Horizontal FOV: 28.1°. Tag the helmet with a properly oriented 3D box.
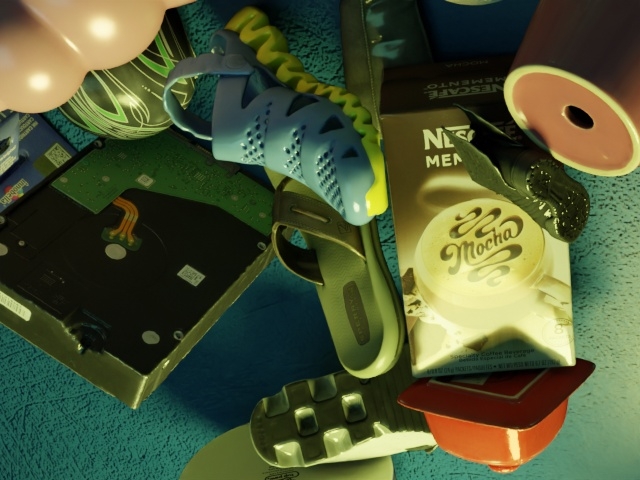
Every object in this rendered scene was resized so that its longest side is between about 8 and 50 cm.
[{"bbox_3d":[-0.217,-0.188,1.376,0.169,0.169,0.162,-20,91,37],"label":"helmet"}]

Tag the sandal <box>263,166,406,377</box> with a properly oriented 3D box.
[{"bbox_3d":[0.001,0.000,1.346,0.120,0.086,0.303,-44,59,45],"label":"sandal"}]

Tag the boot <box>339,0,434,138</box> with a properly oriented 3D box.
[{"bbox_3d":[0.029,-0.205,1.283,0.189,0.076,0.208,9,130,25],"label":"boot"}]

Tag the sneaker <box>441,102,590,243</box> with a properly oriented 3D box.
[{"bbox_3d":[0.175,-0.058,1.136,0.089,0.051,0.170,29,173,37],"label":"sneaker"}]

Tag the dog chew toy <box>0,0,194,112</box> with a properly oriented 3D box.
[{"bbox_3d":[-0.218,-0.259,1.213,0.206,0.332,0.206,37,171,7],"label":"dog chew toy"}]

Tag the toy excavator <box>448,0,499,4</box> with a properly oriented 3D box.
[{"bbox_3d":[0.050,-0.452,1.037,0.445,0.222,0.433,28,131,0],"label":"toy excavator"}]

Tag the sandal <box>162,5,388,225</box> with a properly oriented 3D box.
[{"bbox_3d":[-0.049,-0.108,1.253,0.317,0.138,0.126,44,151,42],"label":"sandal"}]

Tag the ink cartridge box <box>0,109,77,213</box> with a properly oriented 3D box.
[{"bbox_3d":[-0.451,-0.003,1.542,0.151,0.270,0.395,45,130,-10],"label":"ink cartridge box"}]

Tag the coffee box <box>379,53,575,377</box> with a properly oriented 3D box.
[{"bbox_3d":[0.156,-0.022,1.257,0.168,0.119,0.297,-6,119,8],"label":"coffee box"}]

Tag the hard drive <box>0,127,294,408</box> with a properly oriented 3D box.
[{"bbox_3d":[-0.196,0.005,1.360,0.237,0.339,0.064,31,132,7],"label":"hard drive"}]

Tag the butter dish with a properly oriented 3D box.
[{"bbox_3d":[0.184,0.183,1.312,0.160,0.160,0.118,9,116,36],"label":"butter dish"}]

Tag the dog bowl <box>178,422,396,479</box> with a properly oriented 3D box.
[{"bbox_3d":[-0.037,0.322,1.518,0.265,0.265,0.104,6,120,26],"label":"dog bowl"}]

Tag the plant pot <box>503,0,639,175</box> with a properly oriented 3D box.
[{"bbox_3d":[0.252,-0.161,1.058,0.201,0.180,0.201,34,160,14],"label":"plant pot"}]

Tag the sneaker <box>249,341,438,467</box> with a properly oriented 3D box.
[{"bbox_3d":[0.094,0.185,1.468,0.330,0.146,0.122,-12,76,12],"label":"sneaker"}]
